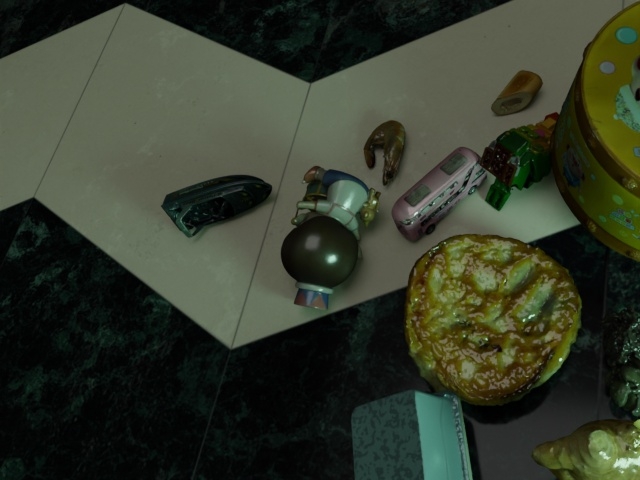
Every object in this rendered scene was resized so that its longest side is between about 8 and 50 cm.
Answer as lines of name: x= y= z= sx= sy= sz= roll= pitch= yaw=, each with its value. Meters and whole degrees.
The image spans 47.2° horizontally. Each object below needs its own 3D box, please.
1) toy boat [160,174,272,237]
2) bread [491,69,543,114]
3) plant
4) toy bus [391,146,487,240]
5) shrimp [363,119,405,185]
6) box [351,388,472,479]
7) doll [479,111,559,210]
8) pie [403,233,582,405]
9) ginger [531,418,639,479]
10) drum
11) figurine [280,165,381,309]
toy boat: x=-0.217 y=-0.081 z=1.554 sx=0.246 sy=0.093 sz=0.103 roll=-16 pitch=49 yaw=12
bread: x=0.398 y=-0.291 z=1.468 sx=0.062 sy=0.049 sz=0.103 roll=29 pitch=75 yaw=41
plant: x=0.477 y=0.183 z=1.138 sx=0.085 sy=0.087 sz=0.174 roll=9 pitch=66 yaw=-2
toy bus: x=0.226 y=-0.090 z=1.389 sx=0.203 sy=0.090 sz=0.063 roll=-41 pitch=54 yaw=-7
shrimp: x=0.126 y=-0.181 z=1.511 sx=0.095 sy=0.045 sz=0.162 roll=2 pitch=63 yaw=22
box: x=0.139 y=0.344 z=1.125 sx=0.162 sy=0.130 sz=0.226 roll=-27 pitch=52 yaw=34
doll: x=0.383 y=-0.156 z=1.353 sx=0.186 sy=0.134 sz=0.106 roll=-36 pitch=50 yaw=-11
pie: x=0.288 y=0.127 z=1.239 sx=0.316 sy=0.092 sz=0.315 roll=-7 pitch=60 yaw=12
ginger: x=0.413 y=0.309 z=1.023 sx=0.157 sy=0.216 sz=0.102 roll=-46 pitch=34 yaw=39
drum: x=0.599 y=-0.174 z=1.168 sx=0.432 sy=0.214 sz=0.430 roll=-2 pitch=64 yaw=5
figurine: x=0.005 y=-0.002 z=1.395 sx=0.158 sy=0.161 sz=0.275 roll=-27 pitch=37 yaw=57
